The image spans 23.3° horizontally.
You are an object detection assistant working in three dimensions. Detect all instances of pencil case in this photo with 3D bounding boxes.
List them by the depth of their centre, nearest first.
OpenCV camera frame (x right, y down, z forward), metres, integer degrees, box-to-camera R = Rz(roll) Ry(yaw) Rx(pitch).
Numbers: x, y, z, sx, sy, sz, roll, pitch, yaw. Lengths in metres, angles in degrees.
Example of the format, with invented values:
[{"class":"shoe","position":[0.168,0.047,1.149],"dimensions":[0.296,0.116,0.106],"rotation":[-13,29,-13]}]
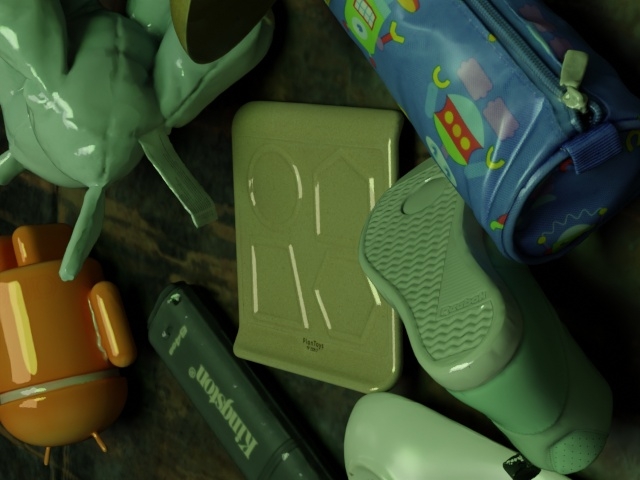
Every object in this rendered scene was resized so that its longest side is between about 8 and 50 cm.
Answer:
[{"class":"pencil case","position":[0.091,-0.130,0.978],"dimensions":[0.306,0.119,0.133],"rotation":[57,160,26]}]

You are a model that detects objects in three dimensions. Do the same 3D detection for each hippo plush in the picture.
[{"class":"hippo plush","position":[-0.167,-0.134,1.271],"dimensions":[0.294,0.234,0.236],"rotation":[67,164,1]}]

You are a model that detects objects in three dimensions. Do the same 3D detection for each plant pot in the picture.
[{"class":"plant pot","position":[-0.037,-0.229,1.037],"dimensions":[0.032,0.236,0.236],"rotation":[31,126,8]}]

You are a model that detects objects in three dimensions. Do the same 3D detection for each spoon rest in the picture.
[{"class":"spoon rest","position":[0.107,0.182,1.061],"dimensions":[0.276,0.084,0.137],"rotation":[20,132,57]}]

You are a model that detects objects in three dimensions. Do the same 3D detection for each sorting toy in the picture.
[{"class":"sorting toy","position":[0.000,0.000,1.190],"dimensions":[0.193,0.038,0.208],"rotation":[10,101,49]}]

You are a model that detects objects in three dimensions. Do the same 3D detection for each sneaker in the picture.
[{"class":"sneaker","position":[0.110,0.051,1.015],"dimensions":[0.094,0.151,0.256],"rotation":[-36,29,15]}]

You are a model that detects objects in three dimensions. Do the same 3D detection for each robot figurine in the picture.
[{"class":"robot figurine","position":[-0.252,0.096,1.443],"dimensions":[0.128,0.158,0.219],"rotation":[127,129,-82]}]

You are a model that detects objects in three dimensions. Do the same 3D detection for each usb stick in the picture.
[{"class":"usb stick","position":[-0.060,0.146,1.281],"dimensions":[0.278,0.045,0.077],"rotation":[51,133,32]}]
